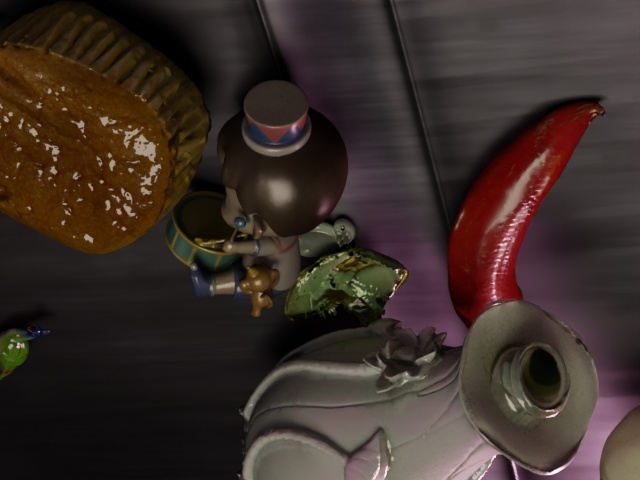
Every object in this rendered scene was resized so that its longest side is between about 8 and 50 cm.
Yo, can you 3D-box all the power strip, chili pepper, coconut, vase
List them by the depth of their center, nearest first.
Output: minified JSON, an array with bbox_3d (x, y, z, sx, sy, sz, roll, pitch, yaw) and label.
[{"bbox_3d":[0.209,0.001,1.887,0.137,0.092,0.368,-1,138,-11],"label":"chili pepper"},{"bbox_3d":[0.106,0.202,1.932,0.250,0.250,0.445,34,147,-22],"label":"vase"},{"bbox_3d":[0.000,0.000,1.954,0.083,0.035,0.055,-15,129,25],"label":"power strip"},{"bbox_3d":[0.034,0.050,1.973,0.158,0.055,0.133,-19,152,22],"label":"coconut"}]

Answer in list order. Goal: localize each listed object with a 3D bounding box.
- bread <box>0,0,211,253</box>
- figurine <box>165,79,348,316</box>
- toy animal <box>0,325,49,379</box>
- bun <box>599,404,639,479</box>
[{"bbox_3d":[-0.250,-0.117,1.774,0.253,0.142,0.227,31,125,0],"label":"bread"},{"bbox_3d":[-0.061,-0.058,1.832,0.158,0.161,0.275,29,128,1],"label":"figurine"},{"bbox_3d":[-0.418,0.148,2.160,0.075,0.041,0.217,29,135,-19],"label":"toy animal"},{"bbox_3d":[0.477,0.271,2.048,0.283,0.179,0.283,20,149,12],"label":"bun"}]
